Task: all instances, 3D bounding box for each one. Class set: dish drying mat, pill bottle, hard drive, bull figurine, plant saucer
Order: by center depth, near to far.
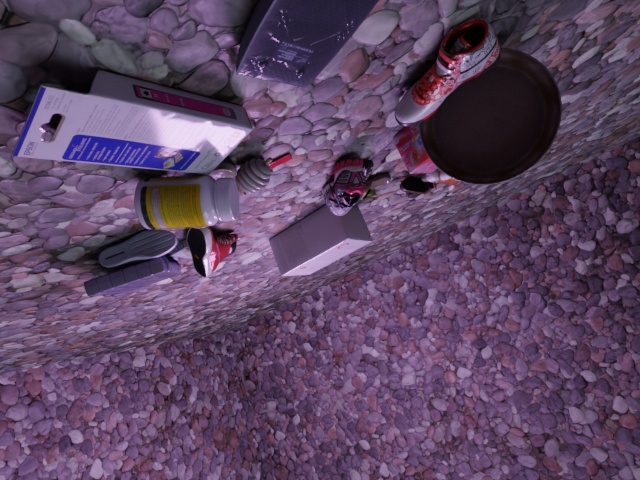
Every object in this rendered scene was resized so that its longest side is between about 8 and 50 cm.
[{"bbox_3d":[-0.018,-0.355,0.644,0.171,0.054,0.254,-8,160,-42],"label":"hard drive"},{"bbox_3d":[-0.299,-0.089,0.938,0.208,0.119,0.119,-3,165,2],"label":"pill bottle"},{"bbox_3d":[0.397,-0.289,0.981,0.310,0.311,0.050,-29,174,24],"label":"plant saucer"},{"bbox_3d":[-0.117,-0.209,1.098,0.083,0.008,0.032,-25,165,6],"label":"dish drying mat"},{"bbox_3d":[0.556,-0.281,1.617,0.310,0.101,0.188,-24,169,17],"label":"bull figurine"}]

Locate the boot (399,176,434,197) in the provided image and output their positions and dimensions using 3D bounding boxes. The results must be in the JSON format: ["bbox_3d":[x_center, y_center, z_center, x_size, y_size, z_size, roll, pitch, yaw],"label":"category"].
[{"bbox_3d":[0.371,-0.201,1.665,0.219,0.082,0.106,-11,159,-42],"label":"boot"}]

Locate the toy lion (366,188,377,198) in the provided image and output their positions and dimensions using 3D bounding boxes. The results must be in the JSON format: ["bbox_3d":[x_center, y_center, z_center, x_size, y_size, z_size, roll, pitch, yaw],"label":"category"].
[{"bbox_3d":[0.153,-0.170,1.573,0.096,0.034,0.100,-25,167,39],"label":"toy lion"}]

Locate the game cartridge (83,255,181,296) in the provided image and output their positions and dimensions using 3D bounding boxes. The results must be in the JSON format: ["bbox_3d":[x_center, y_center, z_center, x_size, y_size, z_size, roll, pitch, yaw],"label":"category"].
[{"bbox_3d":[-0.592,0.116,1.346,0.230,0.068,0.355,-23,179,-13],"label":"game cartridge"}]

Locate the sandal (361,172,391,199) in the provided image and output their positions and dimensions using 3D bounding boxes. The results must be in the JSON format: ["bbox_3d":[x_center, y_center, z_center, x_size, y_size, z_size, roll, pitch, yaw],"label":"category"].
[{"bbox_3d":[0.158,-0.180,1.478,0.219,0.060,0.090,-19,164,-10],"label":"sandal"}]

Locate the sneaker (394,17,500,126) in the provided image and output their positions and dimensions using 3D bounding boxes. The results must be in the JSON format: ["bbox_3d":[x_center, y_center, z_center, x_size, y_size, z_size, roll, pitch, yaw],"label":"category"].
[{"bbox_3d":[0.264,-0.373,0.915,0.270,0.090,0.145,-32,161,22],"label":"sneaker"}]

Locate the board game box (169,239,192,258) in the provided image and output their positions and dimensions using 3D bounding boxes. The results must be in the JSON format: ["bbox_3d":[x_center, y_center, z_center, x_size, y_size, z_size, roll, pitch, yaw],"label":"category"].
[{"bbox_3d":[-0.438,0.030,1.434,0.103,0.026,0.154,-26,164,14],"label":"board game box"}]

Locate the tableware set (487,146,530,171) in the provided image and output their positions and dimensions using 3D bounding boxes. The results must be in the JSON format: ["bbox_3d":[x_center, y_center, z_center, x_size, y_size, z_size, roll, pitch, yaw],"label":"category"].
[{"bbox_3d":[0.453,-0.244,1.048,0.141,0.169,0.020,-17,137,37],"label":"tableware set"}]

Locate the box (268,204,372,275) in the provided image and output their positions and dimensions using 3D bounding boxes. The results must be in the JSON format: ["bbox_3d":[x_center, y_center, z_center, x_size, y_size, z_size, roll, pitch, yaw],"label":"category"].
[{"bbox_3d":[0.000,0.000,1.673,0.345,0.168,0.215,-29,163,27],"label":"box"}]

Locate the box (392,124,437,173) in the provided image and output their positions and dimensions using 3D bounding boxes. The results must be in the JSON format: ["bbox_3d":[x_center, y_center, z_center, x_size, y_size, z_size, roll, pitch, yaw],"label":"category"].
[{"bbox_3d":[0.348,-0.311,1.164,0.122,0.128,0.257,-9,159,-39],"label":"box"}]

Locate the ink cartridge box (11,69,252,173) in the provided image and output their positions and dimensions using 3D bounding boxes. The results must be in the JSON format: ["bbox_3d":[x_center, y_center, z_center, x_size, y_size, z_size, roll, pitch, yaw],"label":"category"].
[{"bbox_3d":[-0.318,-0.200,0.740,0.175,0.069,0.370,-32,164,37],"label":"ink cartridge box"}]

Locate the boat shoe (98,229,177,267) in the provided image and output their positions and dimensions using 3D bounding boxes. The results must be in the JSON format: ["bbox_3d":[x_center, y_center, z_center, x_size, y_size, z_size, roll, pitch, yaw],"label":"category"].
[{"bbox_3d":[-0.530,0.020,1.209,0.226,0.083,0.076,-13,-179,-2],"label":"boat shoe"}]

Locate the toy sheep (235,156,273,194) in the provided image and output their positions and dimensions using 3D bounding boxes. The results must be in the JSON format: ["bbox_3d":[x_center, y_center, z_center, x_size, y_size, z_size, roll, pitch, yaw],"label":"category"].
[{"bbox_3d":[-0.167,-0.166,1.039,0.132,0.091,0.091,-45,156,25],"label":"toy sheep"}]

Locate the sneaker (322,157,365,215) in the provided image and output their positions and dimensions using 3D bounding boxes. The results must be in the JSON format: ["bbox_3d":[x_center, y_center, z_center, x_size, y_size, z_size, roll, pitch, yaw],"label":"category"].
[{"bbox_3d":[0.074,-0.147,1.331,0.120,0.112,0.299,-5,161,-6],"label":"sneaker"}]

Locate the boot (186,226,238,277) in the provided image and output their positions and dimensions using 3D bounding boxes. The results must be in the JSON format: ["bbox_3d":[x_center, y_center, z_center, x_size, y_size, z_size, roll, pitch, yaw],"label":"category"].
[{"bbox_3d":[-0.347,-0.008,1.366,0.176,0.088,0.244,-45,160,-36],"label":"boot"}]

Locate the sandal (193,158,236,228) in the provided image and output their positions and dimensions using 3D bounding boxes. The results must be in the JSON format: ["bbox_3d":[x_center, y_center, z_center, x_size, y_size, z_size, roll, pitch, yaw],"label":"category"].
[{"bbox_3d":[-0.296,-0.100,1.068,0.120,0.086,0.303,-12,162,-32],"label":"sandal"}]

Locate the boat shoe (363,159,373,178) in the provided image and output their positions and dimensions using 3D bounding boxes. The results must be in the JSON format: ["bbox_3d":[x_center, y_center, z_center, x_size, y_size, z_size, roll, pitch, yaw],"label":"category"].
[{"bbox_3d":[0.145,-0.219,1.348,0.041,0.049,0.133,-11,159,-9],"label":"boat shoe"}]
